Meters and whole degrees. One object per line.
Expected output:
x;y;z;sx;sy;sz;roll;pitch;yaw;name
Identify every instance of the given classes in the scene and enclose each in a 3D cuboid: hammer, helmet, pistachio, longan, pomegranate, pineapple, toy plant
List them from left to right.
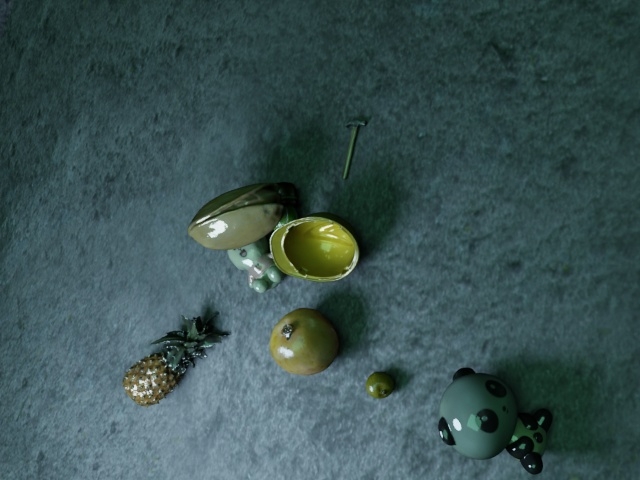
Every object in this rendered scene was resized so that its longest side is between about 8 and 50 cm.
-0.463;0.363;1.572;0.364;0.165;0.165;-45;67;4;pineapple
-0.240;-0.066;1.404;0.292;0.181;0.162;-18;73;10;pistachio
-0.111;-0.090;1.489;0.092;0.092;0.163;-9;79;24;toy plant
-0.047;0.283;1.356;0.191;0.191;0.192;-4;81;25;pomegranate
0.000;0.000;1.397;0.256;0.140;0.205;-2;117;20;helmet
0.088;-0.273;1.463;0.062;0.017;0.182;14;90;27;hammer
0.158;0.387;1.301;0.075;0.083;0.075;-2;106;-6;longan

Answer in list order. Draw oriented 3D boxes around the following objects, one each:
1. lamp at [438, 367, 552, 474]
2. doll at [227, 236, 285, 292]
0.396;0.419;1.135;0.243;0.197;0.198;25;94;10;lamp
-0.202;0.054;1.508;0.155;0.113;0.275;-52;59;13;doll
